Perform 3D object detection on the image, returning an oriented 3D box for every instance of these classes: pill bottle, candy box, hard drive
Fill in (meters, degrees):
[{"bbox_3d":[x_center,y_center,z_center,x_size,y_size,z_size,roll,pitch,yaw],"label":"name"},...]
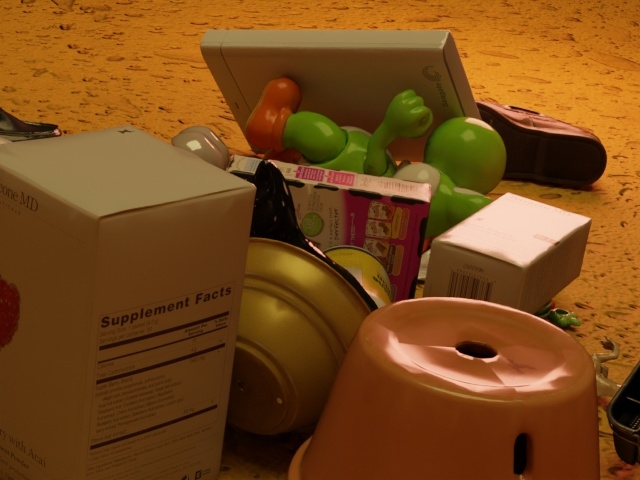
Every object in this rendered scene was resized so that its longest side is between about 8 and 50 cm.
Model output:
[{"bbox_3d":[0.027,0.083,1.655,0.103,0.103,0.184,7,22,-3],"label":"pill bottle"},{"bbox_3d":[0.000,0.000,1.779,0.233,0.159,0.071,9,20,0],"label":"candy box"},{"bbox_3d":[0.034,-0.195,2.119,0.353,0.233,0.047,4,55,25],"label":"hard drive"}]

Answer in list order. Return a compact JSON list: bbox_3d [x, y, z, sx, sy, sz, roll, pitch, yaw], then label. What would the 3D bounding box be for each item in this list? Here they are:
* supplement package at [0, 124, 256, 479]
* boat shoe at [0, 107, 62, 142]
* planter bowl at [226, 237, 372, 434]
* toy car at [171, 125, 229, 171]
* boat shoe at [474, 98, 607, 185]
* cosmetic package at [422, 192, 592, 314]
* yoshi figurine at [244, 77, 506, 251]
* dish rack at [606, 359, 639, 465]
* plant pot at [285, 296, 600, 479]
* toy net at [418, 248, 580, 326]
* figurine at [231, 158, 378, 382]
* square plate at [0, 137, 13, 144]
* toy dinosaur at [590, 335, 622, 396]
[{"bbox_3d":[-0.191,0.070,1.354,0.175,0.293,0.177,-14,30,-44],"label":"supplement package"},{"bbox_3d":[-0.469,-0.162,2.126,0.233,0.079,0.084,7,20,-7],"label":"boat shoe"},{"bbox_3d":[-0.053,0.113,1.438,0.217,0.217,0.090,18,39,23],"label":"planter bowl"},{"bbox_3d":[-0.165,-0.045,1.880,0.136,0.159,0.182,48,6,-6],"label":"toy car"},{"bbox_3d":[0.276,-0.151,2.344,0.307,0.111,0.104,17,17,-5],"label":"boat shoe"},{"bbox_3d":[0.218,0.020,1.786,0.117,0.085,0.231,18,24,22],"label":"cosmetic package"},{"bbox_3d":[0.096,-0.111,2.055,0.362,0.203,0.203,22,19,24],"label":"yoshi figurine"},{"bbox_3d":[0.439,0.183,1.518,0.271,0.074,0.208,22,49,28],"label":"dish rack"},{"bbox_3d":[0.116,0.178,1.320,0.291,0.203,0.291,7,21,-3],"label":"plant pot"},{"bbox_3d":[0.205,0.050,1.881,0.122,0.045,0.232,-10,28,-37],"label":"toy net"},{"bbox_3d":[-0.077,0.027,1.511,0.215,0.209,0.092,-12,27,37],"label":"figurine"},{"bbox_3d":[-0.536,-0.041,1.605,0.347,0.049,0.344,22,59,30],"label":"square plate"},{"bbox_3d":[0.291,0.150,1.681,0.183,0.053,0.092,12,36,28],"label":"toy dinosaur"}]
